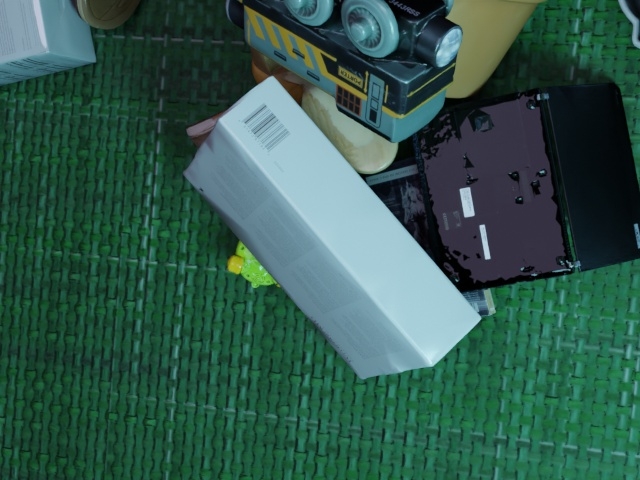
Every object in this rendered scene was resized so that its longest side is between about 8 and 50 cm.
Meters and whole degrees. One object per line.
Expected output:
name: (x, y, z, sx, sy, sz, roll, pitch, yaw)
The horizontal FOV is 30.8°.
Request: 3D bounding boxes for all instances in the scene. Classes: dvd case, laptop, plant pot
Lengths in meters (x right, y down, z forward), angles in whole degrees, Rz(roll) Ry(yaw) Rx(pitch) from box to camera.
dvd case: (0.142, -0.002, 1.540, 0.165, 0.018, 0.221, -12, 93, 50)
laptop: (0.270, -0.068, 1.482, 0.265, 0.136, 0.234, -11, 88, 13)
plant pot: (0.138, -0.310, 1.461, 0.291, 0.291, 0.203, 25, 114, 14)

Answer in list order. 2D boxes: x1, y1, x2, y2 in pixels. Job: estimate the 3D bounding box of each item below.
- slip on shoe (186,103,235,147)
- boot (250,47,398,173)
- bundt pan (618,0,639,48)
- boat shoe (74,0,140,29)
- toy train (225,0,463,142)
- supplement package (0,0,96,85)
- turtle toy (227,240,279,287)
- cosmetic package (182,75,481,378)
slip on shoe: (-0.126, -0.167, 1.645, 0.135, 0.051, 0.041, -22, 101, 22)
boot: (0.015, -0.155, 1.510, 0.104, 0.211, 0.295, -38, 63, -5)
bundt pan: (0.528, -0.321, 1.413, 0.331, 0.124, 0.330, 0, 92, 15)
boat shoe: (-0.316, -0.476, 1.671, 0.123, 0.123, 0.341, 13, 102, 45)
toy train: (0.014, -0.253, 1.330, 0.334, 0.142, 0.190, 33, 141, 26)
supplement package: (-0.462, -0.336, 1.686, 0.203, 0.149, 0.194, -10, 89, 16)
turtle toy: (-0.073, 0.004, 1.628, 0.095, 0.066, 0.130, 18, 95, -8)
cosmetic package: (0.000, 0.000, 1.459, 0.097, 0.284, 0.377, -42, 93, -20)
